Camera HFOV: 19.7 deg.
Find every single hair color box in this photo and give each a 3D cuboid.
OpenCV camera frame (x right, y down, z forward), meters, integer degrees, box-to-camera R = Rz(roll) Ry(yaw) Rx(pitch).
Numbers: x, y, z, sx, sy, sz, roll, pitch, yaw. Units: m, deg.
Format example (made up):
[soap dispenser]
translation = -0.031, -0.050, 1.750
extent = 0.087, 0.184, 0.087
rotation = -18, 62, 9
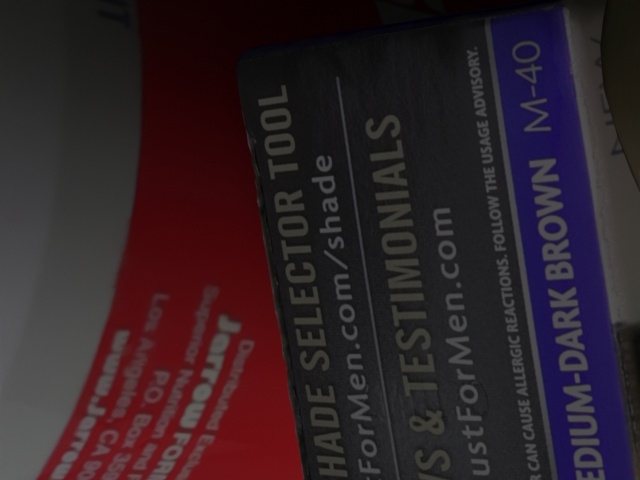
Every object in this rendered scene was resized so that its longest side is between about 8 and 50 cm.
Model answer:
[hair color box]
translation = 0.142, 0.014, 0.515
extent = 0.339, 0.185, 0.110
rotation = -15, -173, -43

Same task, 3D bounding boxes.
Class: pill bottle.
[pill bottle]
translation = 0.000, 0.000, 0.620
extent = 0.408, 0.229, 0.229
rotation = 9, 170, -39

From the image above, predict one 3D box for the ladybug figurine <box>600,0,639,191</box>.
[ladybug figurine]
translation = 0.266, -0.025, 0.305
extent = 0.449, 0.305, 0.162
rotation = 13, 130, 1
